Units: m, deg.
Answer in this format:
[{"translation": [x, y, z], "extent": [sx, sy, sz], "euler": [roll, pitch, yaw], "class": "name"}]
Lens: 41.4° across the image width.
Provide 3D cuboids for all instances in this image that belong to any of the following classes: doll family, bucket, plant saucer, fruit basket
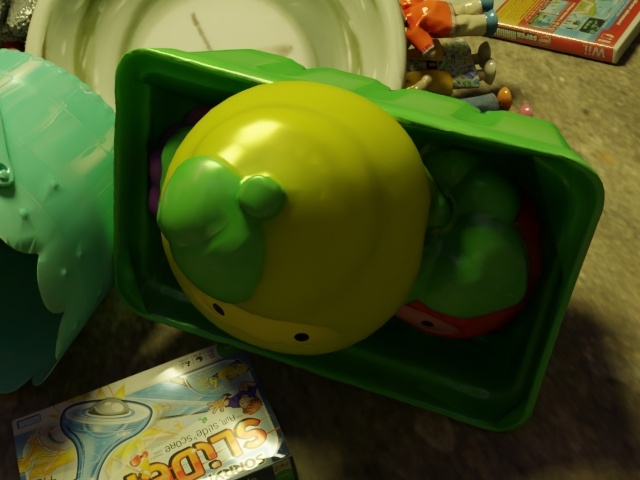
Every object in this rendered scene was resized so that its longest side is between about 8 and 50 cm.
[{"translation": [0.124, -0.153, 0.936], "extent": [0.163, 0.118, 0.263], "euler": [-7, 61, -7], "class": "doll family"}, {"translation": [-0.294, -0.022, 0.746], "extent": [0.281, 0.281, 0.183], "euler": [11, 41, 20], "class": "bucket"}, {"translation": [-0.109, -0.184, 0.914], "extent": [0.400, 0.100, 0.401], "euler": [0, 82, 3], "class": "plant saucer"}, {"translation": [0.000, 0.000, 0.615], "extent": [0.391, 0.283, 0.392], "euler": [6, 32, -4], "class": "fruit basket"}]

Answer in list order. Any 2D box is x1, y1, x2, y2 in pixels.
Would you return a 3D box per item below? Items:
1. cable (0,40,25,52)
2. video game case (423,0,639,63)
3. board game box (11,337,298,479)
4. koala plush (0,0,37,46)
[{"translation": [-0.447, -0.293, 1.189], "extent": [0.139, 0.072, 0.287], "euler": [-10, 43, -6], "class": "cable"}, {"translation": [0.292, -0.325, 1.128], "extent": [0.285, 0.025, 0.204], "euler": [21, 51, 29], "class": "video game case"}, {"translation": [-0.135, 0.167, 0.678], "extent": [0.201, 0.035, 0.136], "euler": [-20, 44, -12], "class": "board game box"}, {"translation": [-0.308, -0.337, 1.077], "extent": [0.196, 0.221, 0.203], "euler": [41, 39, 14], "class": "koala plush"}]
